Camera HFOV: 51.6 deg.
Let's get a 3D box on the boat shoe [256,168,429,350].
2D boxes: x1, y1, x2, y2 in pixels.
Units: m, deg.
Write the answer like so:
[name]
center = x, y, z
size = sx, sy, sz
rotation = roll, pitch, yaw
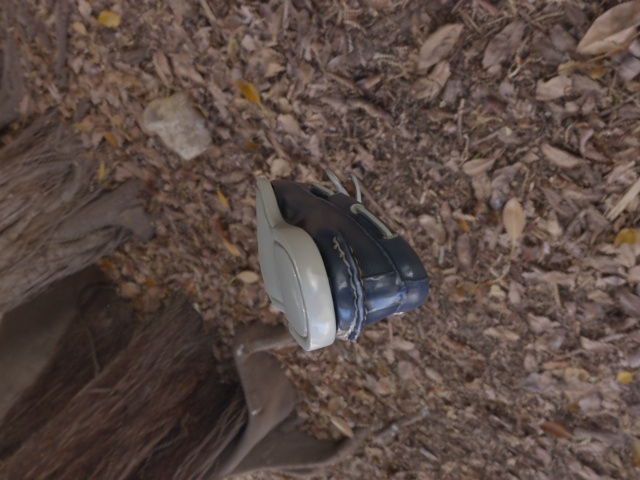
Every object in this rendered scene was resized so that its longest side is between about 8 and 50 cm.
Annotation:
[boat shoe]
center = 0.000, 0.000, 0.458
size = 0.254, 0.079, 0.095
rotation = -146, 46, -76
